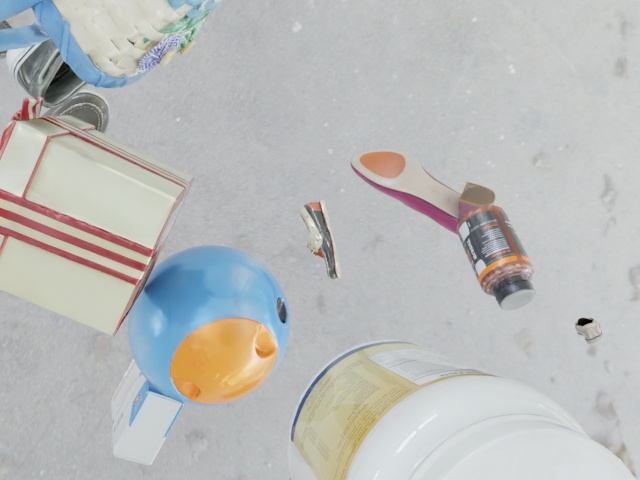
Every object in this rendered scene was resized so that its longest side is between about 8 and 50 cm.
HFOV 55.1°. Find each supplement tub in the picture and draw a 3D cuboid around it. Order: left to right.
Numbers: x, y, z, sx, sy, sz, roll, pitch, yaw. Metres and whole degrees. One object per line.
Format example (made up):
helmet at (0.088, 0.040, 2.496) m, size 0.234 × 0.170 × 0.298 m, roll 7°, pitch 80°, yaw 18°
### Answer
supplement tub at (0.105, 0.221, 0.553) m, size 0.228 × 0.316 × 0.228 m, roll 0°, pitch 90°, yaw -14°
supplement tub at (0.342, 0.034, 1.183) m, size 0.106 × 0.106 × 0.198 m, roll 2°, pitch 50°, yaw -21°

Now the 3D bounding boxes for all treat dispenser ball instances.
treat dispenser ball at (-0.198, 0.151, 1.111) m, size 0.288 × 0.288 × 0.288 m, roll 0°, pitch 90°, yaw -21°

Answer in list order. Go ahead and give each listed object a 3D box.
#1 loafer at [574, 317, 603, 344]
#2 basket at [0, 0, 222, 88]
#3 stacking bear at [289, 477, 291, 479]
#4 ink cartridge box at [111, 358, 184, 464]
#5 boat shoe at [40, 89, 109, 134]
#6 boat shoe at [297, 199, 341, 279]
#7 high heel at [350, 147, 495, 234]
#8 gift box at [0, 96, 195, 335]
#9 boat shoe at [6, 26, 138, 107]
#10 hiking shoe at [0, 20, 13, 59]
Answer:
loafer at (0.519, 0.165, 1.194) m, size 0.045 × 0.125 × 0.039 m, roll -31°, pitch 90°, yaw 14°
basket at (-0.244, -0.249, 0.615) m, size 0.289 × 0.255 × 0.201 m, roll -15°, pitch 113°, yaw 14°
stacking bear at (-0.043, 0.576, 1.258) m, size 0.164 × 0.175 × 0.289 m, roll 12°, pitch 107°, yaw -37°
ink cartridge box at (-0.344, 0.319, 1.203) m, size 0.082 × 0.191 × 0.139 m, roll 27°, pitch 95°, yaw -23°
boat shoe at (-0.517, -0.150, 1.161) m, size 0.335 × 0.095 × 0.112 m, roll -33°, pitch 137°, yaw 23°
boat shoe at (0.000, 0.000, 0.897) m, size 0.043 × 0.049 × 0.137 m, roll -14°, pitch 58°, yaw -1°
high heel at (0.241, -0.096, 1.487) m, size 0.127 × 0.377 × 0.181 m, roll -51°, pitch 151°, yaw -23°
gift box at (-0.348, -0.044, 0.874) m, size 0.258 × 0.276 × 0.255 m, roll 25°, pitch 95°, yaw -9°
boat shoe at (-0.324, -0.332, 0.945) m, size 0.335 × 0.121 × 0.119 m, roll -43°, pitch 73°, yaw 5°
hiking shoe at (-0.660, -0.391, 1.181) m, size 0.114 × 0.227 × 0.086 m, roll -42°, pitch 90°, yaw -4°
